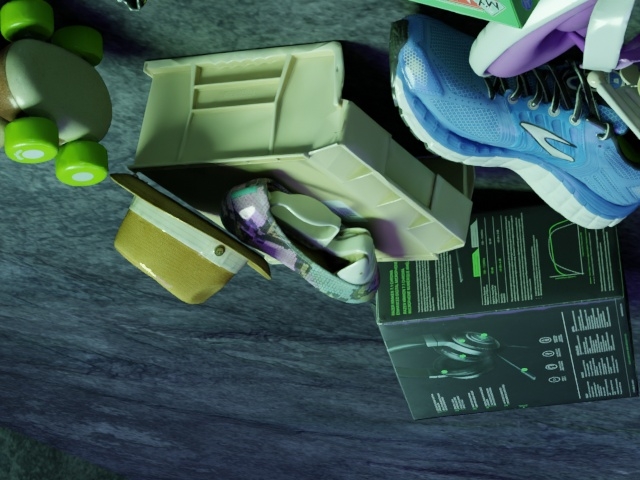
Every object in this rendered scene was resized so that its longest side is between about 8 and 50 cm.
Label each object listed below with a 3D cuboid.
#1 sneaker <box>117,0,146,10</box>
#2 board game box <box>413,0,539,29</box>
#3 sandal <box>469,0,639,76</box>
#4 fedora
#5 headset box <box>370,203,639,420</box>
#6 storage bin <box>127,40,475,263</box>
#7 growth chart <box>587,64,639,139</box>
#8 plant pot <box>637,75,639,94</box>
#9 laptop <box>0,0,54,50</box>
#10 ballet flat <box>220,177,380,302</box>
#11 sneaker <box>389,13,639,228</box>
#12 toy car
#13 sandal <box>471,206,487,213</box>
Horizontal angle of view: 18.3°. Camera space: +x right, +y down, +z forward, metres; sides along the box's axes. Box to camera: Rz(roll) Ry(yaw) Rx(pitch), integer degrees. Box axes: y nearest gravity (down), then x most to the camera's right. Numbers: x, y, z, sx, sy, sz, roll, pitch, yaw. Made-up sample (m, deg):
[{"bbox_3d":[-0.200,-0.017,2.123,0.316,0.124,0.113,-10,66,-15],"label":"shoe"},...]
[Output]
[{"bbox_3d":[-0.184,-0.238,1.805,0.031,0.035,0.083,-8,153,42],"label":"sneaker"},{"bbox_3d":[-0.005,-0.268,1.422,0.317,0.046,0.213,19,156,31],"label":"board game box"},{"bbox_3d":[0.248,-0.180,1.506,0.169,0.102,0.416,-24,177,-29],"label":"sandal"},{"bbox_3d":[-0.140,0.008,1.950,0.194,0.079,0.194,33,180,0],"label":"fedora"},{"bbox_3d":[0.198,0.081,2.190,0.283,0.131,0.246,-8,149,10],"label":"headset box"},{"bbox_3d":[-0.013,-0.082,2.014,0.260,0.123,0.262,-3,155,35],"label":"storage bin"},{"bbox_3d":[0.360,-0.099,1.716,0.237,0.172,0.021,4,124,-18],"label":"growth chart"},{"bbox_3d":[0.334,-0.160,1.627,0.134,0.095,0.134,11,161,4],"label":"plant pot"},{"bbox_3d":[-0.505,-0.274,1.925,0.408,0.236,0.382,37,166,17],"label":"laptop"},{"bbox_3d":[0.000,0.000,1.952,0.079,0.077,0.221,-22,140,39],"label":"ballet flat"},{"bbox_3d":[0.201,-0.130,1.794,0.330,0.129,0.147,23,141,-31],"label":"sneaker"},{"bbox_3d":[-0.314,-0.125,1.944,0.188,0.155,0.149,-17,156,28],"label":"toy car"},{"bbox_3d":[0.204,0.012,2.247,0.254,0.054,0.097,14,161,-6],"label":"sandal"}]
